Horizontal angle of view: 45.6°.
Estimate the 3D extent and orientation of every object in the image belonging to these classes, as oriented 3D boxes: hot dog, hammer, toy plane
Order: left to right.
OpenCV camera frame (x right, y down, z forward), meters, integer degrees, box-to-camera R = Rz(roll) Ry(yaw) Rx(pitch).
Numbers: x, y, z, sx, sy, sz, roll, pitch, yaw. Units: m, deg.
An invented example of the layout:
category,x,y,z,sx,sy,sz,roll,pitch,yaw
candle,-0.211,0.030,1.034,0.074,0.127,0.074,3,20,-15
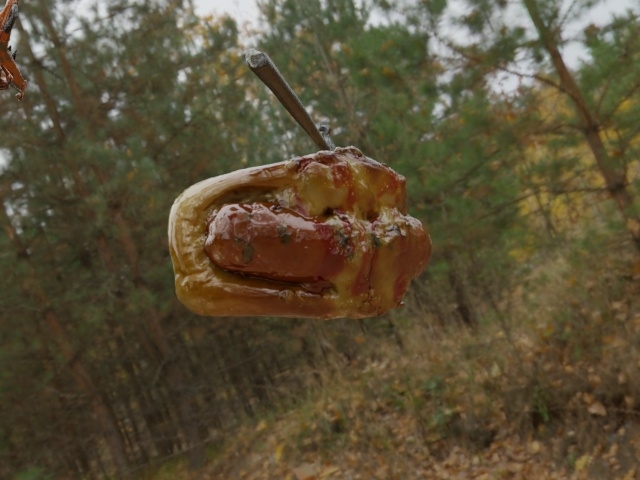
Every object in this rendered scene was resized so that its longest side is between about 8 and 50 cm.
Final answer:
category,x,y,z,sx,sy,sz,roll,pitch,yaw
toy plane,-0.427,-0.262,0.996,0.062,0.189,0.135,-12,-27,17
hammer,-0.025,-0.154,0.946,0.026,0.125,0.297,-21,-24,11
hot dog,0.000,0.000,0.697,0.256,0.151,0.153,0,-10,-33
